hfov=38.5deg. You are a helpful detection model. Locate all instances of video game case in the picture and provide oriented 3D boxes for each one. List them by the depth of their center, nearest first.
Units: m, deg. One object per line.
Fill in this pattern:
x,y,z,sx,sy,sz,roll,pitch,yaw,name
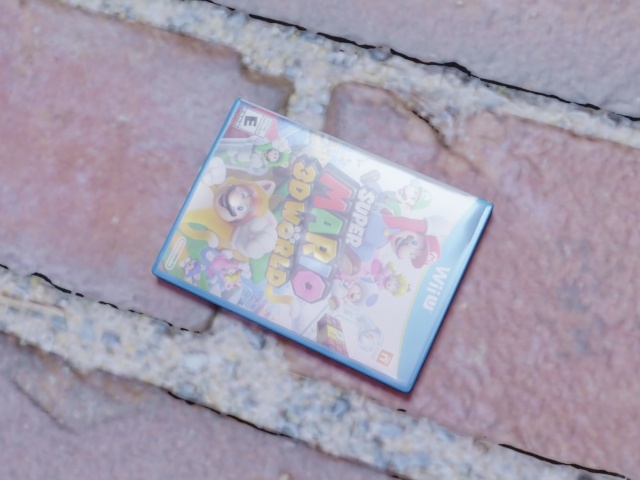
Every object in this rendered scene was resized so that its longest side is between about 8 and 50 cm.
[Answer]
0.000,0.000,0.533,0.166,0.015,0.119,24,82,11,video game case
